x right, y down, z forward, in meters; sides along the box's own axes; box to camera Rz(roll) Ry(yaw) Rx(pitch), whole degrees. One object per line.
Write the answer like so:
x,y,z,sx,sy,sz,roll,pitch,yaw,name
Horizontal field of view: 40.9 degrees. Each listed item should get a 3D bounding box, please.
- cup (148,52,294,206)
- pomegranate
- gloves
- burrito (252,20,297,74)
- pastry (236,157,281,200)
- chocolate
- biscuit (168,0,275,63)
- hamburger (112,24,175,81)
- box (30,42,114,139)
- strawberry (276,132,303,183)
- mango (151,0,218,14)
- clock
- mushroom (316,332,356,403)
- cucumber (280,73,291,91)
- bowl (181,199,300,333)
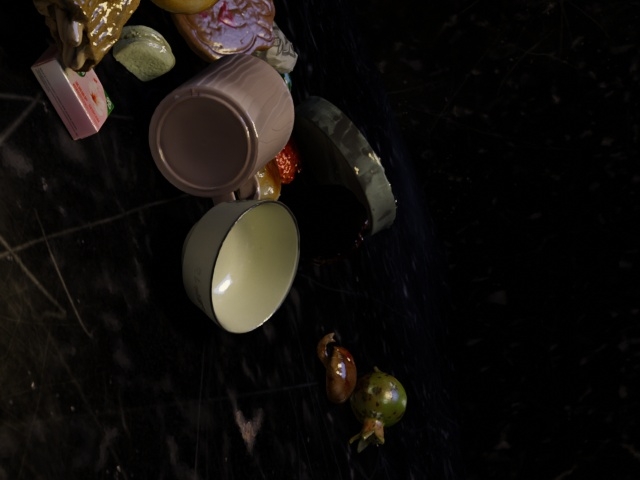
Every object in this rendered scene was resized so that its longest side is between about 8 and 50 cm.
-0.184,-0.184,1.590,0.273,0.208,0.288,-62,172,-67,cup
0.129,0.426,2.163,0.220,0.156,0.156,-49,128,-34,pomegranate
-0.346,-0.396,1.214,0.203,0.155,0.356,18,50,-32,gloves
-0.143,-0.494,2.090,0.139,0.101,0.445,50,6,11,burrito
-0.146,-0.167,1.815,0.182,0.093,0.192,32,44,-75,pastry
0.000,0.000,2.055,0.177,0.224,0.206,92,-6,-56,chocolate
-0.208,-0.503,1.800,0.257,0.049,0.273,-22,92,-39,biscuit
-0.300,-0.326,1.488,0.121,0.084,0.054,51,26,-57,hamburger
-0.361,-0.222,1.256,0.089,0.043,0.125,-83,153,-54,box
-0.093,-0.226,2.102,0.121,0.082,0.188,53,29,-45,strawberry
-0.297,-0.525,1.600,0.316,0.146,0.193,-3,76,-53,mango
0.042,-0.176,2.150,0.386,0.076,0.386,49,-17,21,clock
0.042,0.303,2.054,0.135,0.080,0.171,-74,149,-79,mushroom
-0.109,-0.469,2.350,0.039,0.039,0.168,-27,99,-74,cucumber
-0.154,0.031,1.482,0.238,0.126,0.238,-34,133,-46,bowl
